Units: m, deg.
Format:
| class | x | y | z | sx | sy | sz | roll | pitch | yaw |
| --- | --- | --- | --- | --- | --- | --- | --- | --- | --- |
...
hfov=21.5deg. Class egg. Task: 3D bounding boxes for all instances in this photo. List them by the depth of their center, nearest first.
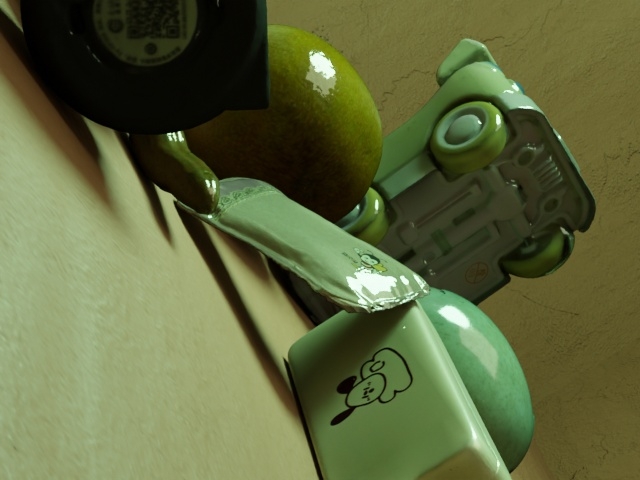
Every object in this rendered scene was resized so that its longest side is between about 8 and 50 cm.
| class | x | y | z | sx | sy | sz | roll | pitch | yaw |
| --- | --- | --- | --- | --- | --- | --- | --- | --- | --- |
| egg | 0.126 | 0.152 | 1.766 | 0.236 | 0.169 | 0.169 | 58 | 5 | -9 |

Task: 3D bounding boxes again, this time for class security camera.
| class | x | y | z | sx | sy | sz | roll | pitch | yaw |
| --- | --- | --- | --- | --- | --- | --- | --- | --- | --- |
| security camera | -0.139 | -0.202 | 1.390 | 0.277 | 0.191 | 0.197 | -103 | -170 | -76 |

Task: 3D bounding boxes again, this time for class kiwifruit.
| class | x | y | z | sx | sy | sz | roll | pitch | yaw |
| --- | --- | --- | --- | --- | --- | --- | --- | --- | --- |
| kiwifruit | -0.038 | -0.107 | 1.720 | 0.196 | 0.196 | 0.234 | 61 | 2 | 38 |

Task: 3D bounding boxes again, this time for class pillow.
| class | x | y | z | sx | sy | sz | roll | pitch | yaw |
| --- | --- | --- | --- | --- | --- | --- | --- | --- | --- |
| pillow | -0.017 | 0.002 | 1.501 | 0.232 | 0.038 | 0.130 | 30 | 24 | 26 |

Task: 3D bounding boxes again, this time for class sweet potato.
| class | x | y | z | sx | sy | sz | roll | pitch | yaw |
| --- | --- | --- | --- | --- | --- | --- | --- | --- | --- |
| sweet potato | -0.129 | -0.071 | 1.444 | 0.182 | 0.054 | 0.053 | -121 | -152 | -44 |

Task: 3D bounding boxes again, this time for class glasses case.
| class | x | y | z | sx | sy | sz | roll | pitch | yaw |
| --- | --- | --- | --- | --- | --- | --- | --- | --- | --- |
| glasses case | 0.059 | 0.148 | 1.412 | 0.070 | 0.131 | 0.313 | 55 | 6 | -24 |

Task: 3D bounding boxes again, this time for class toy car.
| class | x | y | z | sx | sy | sz | roll | pitch | yaw |
| --- | --- | --- | --- | --- | --- | --- | --- | --- | --- |
| toy car | 0.112 | -0.043 | 1.914 | 0.242 | 0.336 | 0.226 | 52 | 5 | -39 |
